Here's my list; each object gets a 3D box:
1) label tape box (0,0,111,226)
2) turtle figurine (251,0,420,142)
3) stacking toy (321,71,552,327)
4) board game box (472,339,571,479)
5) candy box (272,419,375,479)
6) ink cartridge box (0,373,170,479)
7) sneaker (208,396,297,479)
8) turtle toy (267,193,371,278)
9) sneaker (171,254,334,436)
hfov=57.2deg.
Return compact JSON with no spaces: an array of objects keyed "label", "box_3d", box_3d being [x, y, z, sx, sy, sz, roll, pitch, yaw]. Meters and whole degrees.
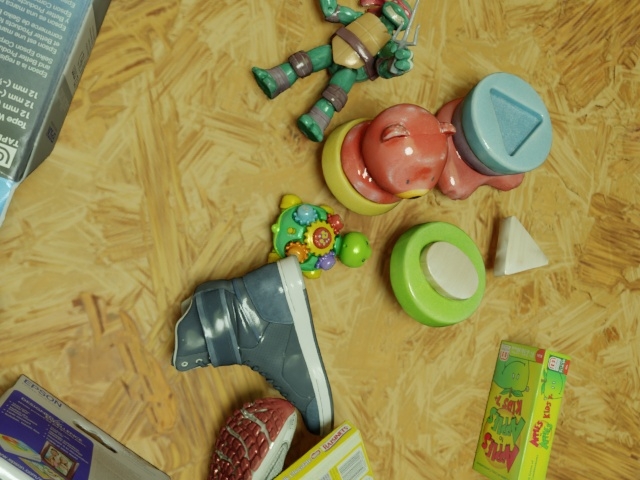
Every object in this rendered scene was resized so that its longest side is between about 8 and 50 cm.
[{"label":"label tape box","box_3d":[-0.368,-0.190,0.559,0.249,0.115,0.348,20,84,-18]},{"label":"turtle figurine","box_3d":[0.042,-0.234,0.699,0.234,0.118,0.175,-44,68,-2]},{"label":"stacking toy","box_3d":[0.188,-0.058,0.708,0.308,0.130,0.280,-22,89,-29]},{"label":"board game box","box_3d":[0.265,0.231,0.780,0.043,0.092,0.181,18,82,-19]},{"label":"candy box","box_3d":[0.018,0.301,0.669,0.105,0.027,0.206,-32,130,-21]},{"label":"ink cartridge box","box_3d":[-0.226,0.223,0.546,0.206,0.208,0.045,42,81,-13]},{"label":"sneaker","box_3d":[-0.075,0.270,0.651,0.092,0.088,0.225,12,110,-32]},{"label":"turtle toy","box_3d":[0.000,0.000,0.704,0.130,0.066,0.095,15,83,-30]},{"label":"sneaker","box_3d":[-0.078,0.141,0.670,0.163,0.086,0.226,-16,108,-6]}]
